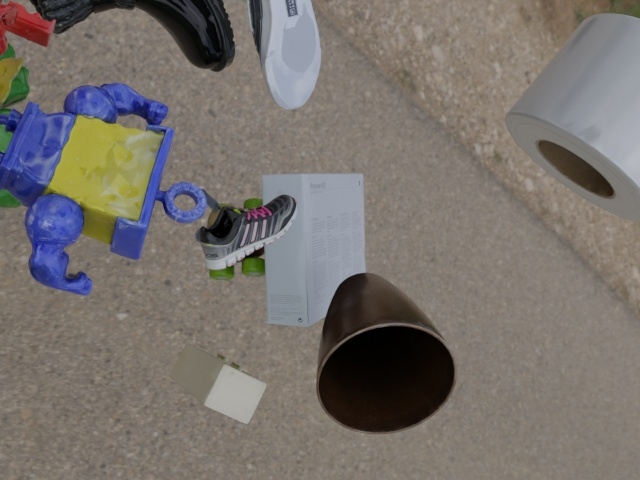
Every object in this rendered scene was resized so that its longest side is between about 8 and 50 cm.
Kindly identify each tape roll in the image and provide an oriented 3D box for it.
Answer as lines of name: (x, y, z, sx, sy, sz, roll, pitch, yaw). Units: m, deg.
tape roll: (0.403, -0.163, 0.861, 0.246, 0.246, 0.169, 36, 94, -35)

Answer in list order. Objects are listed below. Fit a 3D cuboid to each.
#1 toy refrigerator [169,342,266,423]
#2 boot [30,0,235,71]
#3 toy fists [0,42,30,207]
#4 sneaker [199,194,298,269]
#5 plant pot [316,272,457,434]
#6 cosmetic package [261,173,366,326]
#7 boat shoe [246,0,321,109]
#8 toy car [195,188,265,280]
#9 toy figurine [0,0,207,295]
toy refrigerator: (-0.216, 0.283, 1.291, 0.102, 0.269, 0.094, 31, 76, -23)
boot: (-0.324, -0.393, 1.038, 0.260, 0.131, 0.348, -41, 114, -24)
toy fists: (-0.470, -0.184, 0.897, 0.142, 0.096, 0.279, -24, 98, -77)
sneaker: (-0.110, -0.027, 0.941, 0.170, 0.063, 0.075, -34, 130, -14)
plant pot: (0.090, 0.158, 1.039, 0.215, 0.215, 0.230, 50, 13, -26)
cosmetic package: (0.000, 0.000, 1.324, 0.377, 0.097, 0.285, -15, 106, -69)
boat shoe: (-0.076, -0.379, 1.068, 0.108, 0.102, 0.301, -21, 119, -23)
toy car: (-0.193, -0.021, 1.224, 0.188, 0.148, 0.155, 36, 50, -62)
toy figurine: (-0.191, -0.047, 0.492, 0.217, 0.191, 0.363, 19, 55, -21)
